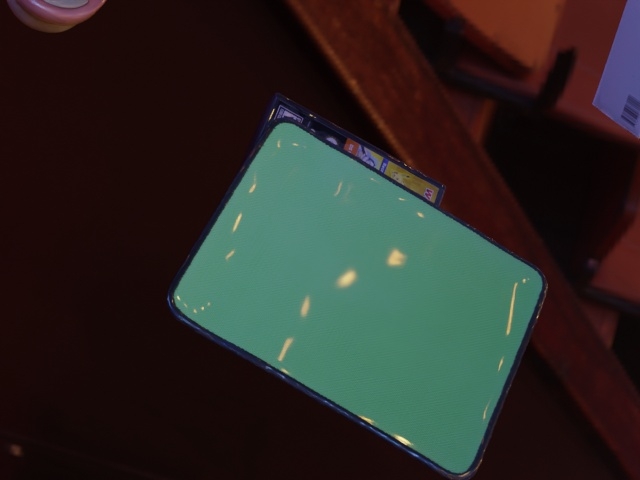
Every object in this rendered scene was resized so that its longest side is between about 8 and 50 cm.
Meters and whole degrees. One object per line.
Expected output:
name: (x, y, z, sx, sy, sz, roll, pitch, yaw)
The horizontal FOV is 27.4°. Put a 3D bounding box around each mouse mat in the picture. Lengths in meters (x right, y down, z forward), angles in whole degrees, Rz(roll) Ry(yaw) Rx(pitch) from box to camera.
mouse mat: (0.026, 0.027, 0.719, 0.153, 0.189, 0.007, -61, -177, -35)

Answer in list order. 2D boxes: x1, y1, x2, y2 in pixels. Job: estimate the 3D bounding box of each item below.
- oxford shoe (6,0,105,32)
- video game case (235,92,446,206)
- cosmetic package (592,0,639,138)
oxford shoe: (-0.276, -0.326, 1.369, 0.146, 0.140, 0.397, -49, -151, 36)
video game case: (0.000, 0.000, 1.562, 0.035, 0.248, 0.275, -25, -140, 64)
cosmetic package: (0.289, -0.199, 0.992, 0.099, 0.060, 0.239, -15, 134, -32)
